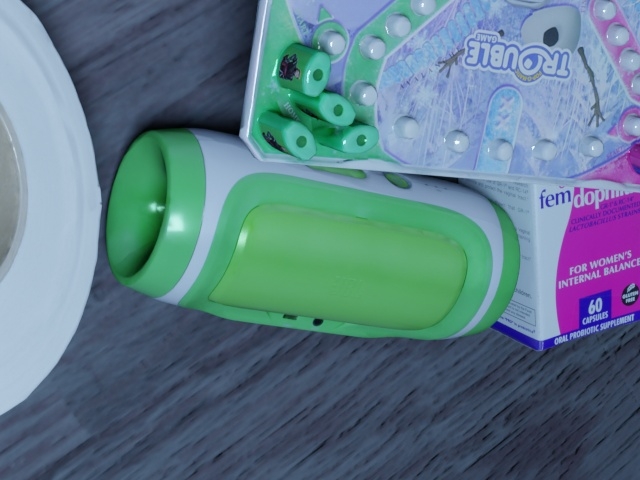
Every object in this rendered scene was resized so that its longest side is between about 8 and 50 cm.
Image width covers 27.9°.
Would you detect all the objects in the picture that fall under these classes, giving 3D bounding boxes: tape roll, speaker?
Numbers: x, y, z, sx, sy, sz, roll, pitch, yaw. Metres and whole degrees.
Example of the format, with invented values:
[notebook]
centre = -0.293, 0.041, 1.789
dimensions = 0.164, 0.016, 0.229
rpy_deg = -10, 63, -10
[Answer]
[tape roll]
centre = -0.254, -0.029, 0.729
dimensions = 0.286, 0.100, 0.286
rpy_deg = 15, 72, -57
[speaker]
centre = 0.000, 0.000, 0.947
dimensions = 0.297, 0.131, 0.131
rpy_deg = 10, 99, -31

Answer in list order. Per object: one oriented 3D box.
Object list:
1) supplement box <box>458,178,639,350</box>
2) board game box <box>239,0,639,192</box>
[supplement box]
centre = 0.186, -0.038, 1.047
dimensions = 0.111, 0.114, 0.220
rpy_deg = -14, 109, -24
[board game box]
centre = 0.157, -0.227, 0.846
dimensions = 0.390, 0.050, 0.390
rpy_deg = 3, 102, -30
